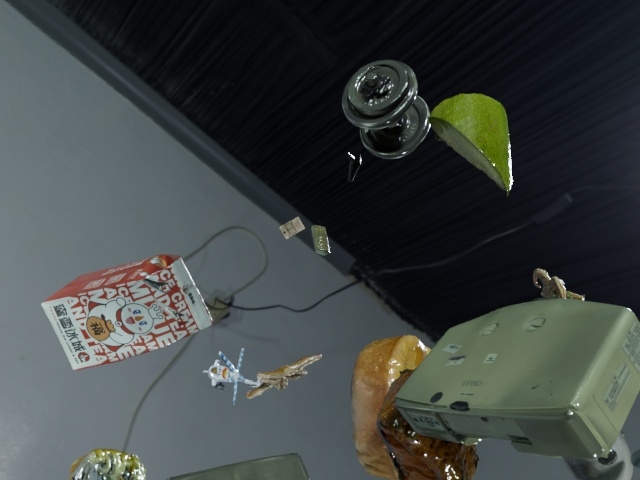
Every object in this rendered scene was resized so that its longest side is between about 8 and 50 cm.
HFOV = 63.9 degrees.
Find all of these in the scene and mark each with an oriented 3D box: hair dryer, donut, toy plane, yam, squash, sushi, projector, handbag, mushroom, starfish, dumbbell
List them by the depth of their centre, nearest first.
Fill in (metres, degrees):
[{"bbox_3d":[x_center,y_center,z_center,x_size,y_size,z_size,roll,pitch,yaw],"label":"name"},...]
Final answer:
[{"bbox_3d":[0.228,0.153,0.591,0.193,0.269,0.088,-41,98,-30],"label":"projector"},{"bbox_3d":[0.178,0.304,0.830,0.179,0.167,0.296,-49,122,-40],"label":"sushi"},{"bbox_3d":[0.526,0.401,1.023,0.126,0.177,0.397,-42,115,-3],"label":"mushroom"},{"bbox_3d":[-0.373,0.136,1.038,0.151,0.298,0.171,-73,148,-69],"label":"handbag"},{"bbox_3d":[0.300,-0.197,1.066,0.093,0.170,0.252,56,36,-43],"label":"squash"},{"bbox_3d":[0.177,0.376,1.171,0.299,0.150,0.317,59,38,-43],"label":"donut"},{"bbox_3d":[0.167,-0.327,1.289,0.290,0.192,0.192,39,39,-60],"label":"dumbbell"},{"bbox_3d":[0.599,0.131,1.298,0.209,0.053,0.150,51,16,-76],"label":"starfish"},{"bbox_3d":[0.081,-0.206,1.377,0.083,0.031,0.079,36,68,-62],"label":"hair dryer"},{"bbox_3d":[0.000,0.000,1.387,0.043,0.043,0.094,20,47,-37],"label":"yam"},{"bbox_3d":[-0.607,0.693,1.438,0.274,0.139,0.184,40,21,-37],"label":"sushi"},{"bbox_3d":[-0.102,0.388,1.481,0.043,0.241,0.227,62,4,22],"label":"starfish"},{"bbox_3d":[-0.299,0.465,1.777,0.273,0.107,0.181,16,71,-68],"label":"toy plane"}]

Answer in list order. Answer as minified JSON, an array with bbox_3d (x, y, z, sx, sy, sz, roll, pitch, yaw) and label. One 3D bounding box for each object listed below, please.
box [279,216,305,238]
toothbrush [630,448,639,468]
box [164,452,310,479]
[{"bbox_3d":[-0.107,-0.048,1.938,0.053,0.083,0.024,59,2,-7],"label":"box"},{"bbox_3d":[0.510,0.308,0.778,0.342,0.025,0.030,58,15,-52],"label":"toothbrush"},{"bbox_3d":[-0.135,0.475,0.826,0.291,0.166,0.220,-1,40,-28],"label":"box"}]
